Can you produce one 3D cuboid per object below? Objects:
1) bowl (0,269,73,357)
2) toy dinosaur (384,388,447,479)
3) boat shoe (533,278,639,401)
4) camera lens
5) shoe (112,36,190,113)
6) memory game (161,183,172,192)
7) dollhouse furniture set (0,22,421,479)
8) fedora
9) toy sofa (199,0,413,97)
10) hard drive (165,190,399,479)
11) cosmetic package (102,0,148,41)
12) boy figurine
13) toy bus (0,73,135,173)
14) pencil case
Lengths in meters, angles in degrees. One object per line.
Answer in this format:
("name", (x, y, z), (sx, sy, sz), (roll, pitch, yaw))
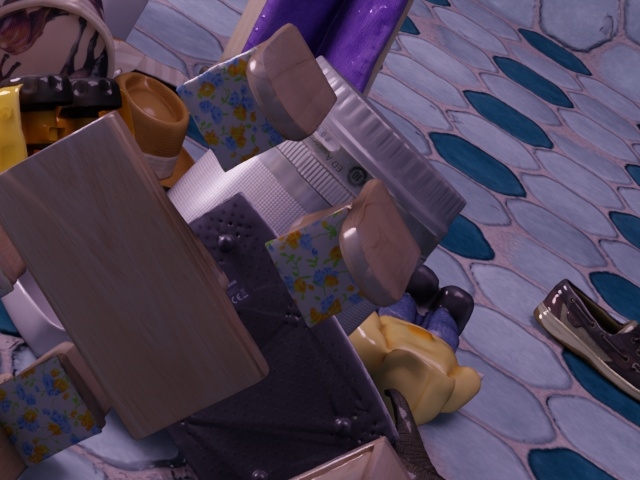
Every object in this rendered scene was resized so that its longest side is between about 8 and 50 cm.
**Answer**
("bowl", (-0.224, 0.062, 1.561), (0.142, 0.053, 0.142), (12, 30, -42))
("toy dinosaur", (0.080, 0.251, 1.518), (0.160, 0.121, 0.313), (36, 13, -23))
("boat shoe", (0.375, 0.131, 2.193), (0.223, 0.073, 0.080), (35, 22, 10))
("camera lens", (-0.027, -0.009, 1.643), (0.219, 0.274, 0.219), (45, 6, -6))
("shoe", (-0.227, -0.193, 2.087), (0.219, 0.076, 0.058), (13, 23, -44))
("memory game", (-0.218, -0.057, 1.890), (0.186, 0.012, 0.186), (27, 21, -11))
("dollhouse furniture set", (-0.102, 0.112, 1.232), (0.394, 0.362, 0.256), (60, 17, -10))
("fedora", (-0.203, -0.134, 1.953), (0.194, 0.079, 0.194), (27, 20, -11))
("toy sofa", (0.007, -0.316, 2.287), (0.150, 0.362, 0.177), (9, 25, -46))
("hard drive", (-0.065, 0.105, 1.487), (0.254, 0.172, 0.054), (57, -5, 12))
("cosmetic package", (-0.272, -0.331, 2.301), (0.060, 0.099, 0.239), (24, 23, -17))
("boy figurine", (0.093, 0.114, 1.831), (0.177, 0.092, 0.285), (34, 18, -2))
("toy bus", (-0.298, -0.074, 1.610), (0.211, 0.149, 0.220), (-1, 2, 18))
("pencil case", (-0.334, -0.271, 1.955), (0.160, 0.183, 0.410), (25, 23, -27))
